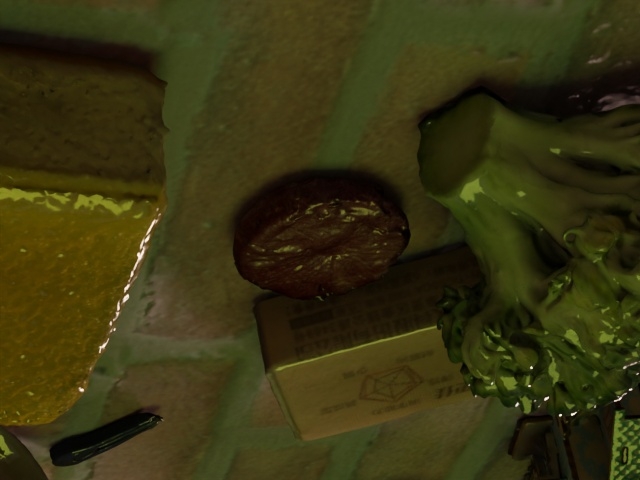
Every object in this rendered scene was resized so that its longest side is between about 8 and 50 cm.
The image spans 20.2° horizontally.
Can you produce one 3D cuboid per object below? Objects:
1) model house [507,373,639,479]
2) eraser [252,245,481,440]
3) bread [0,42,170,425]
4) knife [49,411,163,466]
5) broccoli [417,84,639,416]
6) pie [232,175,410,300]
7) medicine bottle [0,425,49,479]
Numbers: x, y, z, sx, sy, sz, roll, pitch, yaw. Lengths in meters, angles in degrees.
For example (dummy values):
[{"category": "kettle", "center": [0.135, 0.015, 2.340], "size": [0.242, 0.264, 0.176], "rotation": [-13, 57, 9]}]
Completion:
[{"category": "model house", "center": [0.291, 0.274, 1.791], "size": [0.178, 0.206, 0.271], "rotation": [-4, 145, -12]}, {"category": "eraser", "center": [0.122, 0.073, 1.567], "size": [0.343, 0.078, 0.144], "rotation": [-15, 146, 3]}, {"category": "bread", "center": [-0.301, 0.000, 1.277], "size": [0.333, 0.143, 0.323], "rotation": [5, 141, -24]}, {"category": "knife", "center": [-0.200, 0.184, 1.682], "size": [0.121, 0.018, 0.031], "rotation": [-26, 145, 17]}, {"category": "broccoli", "center": [0.192, -0.016, 1.362], "size": [0.245, 0.288, 0.248], "rotation": [30, 161, -22]}, {"category": "pie", "center": [0.000, 0.000, 1.460], "size": [0.154, 0.036, 0.154], "rotation": [-8, 146, -6]}, {"category": "medicine bottle", "center": [-0.444, 0.335, 1.632], "size": [0.406, 0.235, 0.236], "rotation": [-33, 140, 28]}]
